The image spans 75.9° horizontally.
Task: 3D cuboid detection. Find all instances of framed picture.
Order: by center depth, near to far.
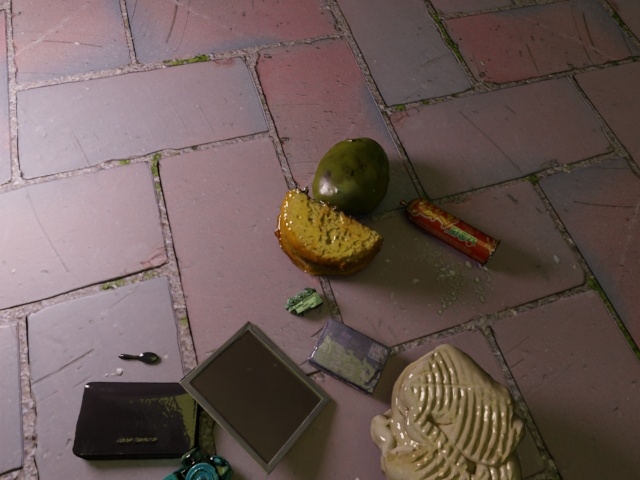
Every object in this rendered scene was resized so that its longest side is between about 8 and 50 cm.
[{"bbox_3d":[-0.132,0.315,0.855,0.252,0.014,0.197,41,54,13],"label":"framed picture"}]

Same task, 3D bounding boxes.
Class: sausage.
[{"bbox_3d":[0.318,-0.033,1.044,0.264,0.083,0.083,32,67,10],"label":"sausage"}]

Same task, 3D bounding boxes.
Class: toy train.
[{"bbox_3d":[-0.220,0.494,0.745,0.155,0.107,0.197,-33,73,-9],"label":"toy train"},{"bbox_3d":[-0.039,0.145,0.953,0.083,0.033,0.053,-31,76,-17],"label":"toy train"}]

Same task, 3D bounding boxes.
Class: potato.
[{"bbox_3d":[0.081,-0.157,1.041,0.186,0.148,0.253,44,60,-2],"label":"potato"}]

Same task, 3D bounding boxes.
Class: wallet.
[{"bbox_3d":[-0.357,0.360,0.824,0.251,0.044,0.148,3,69,-5],"label":"wallet"}]

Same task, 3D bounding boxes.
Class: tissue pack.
[{"bbox_3d":[0.063,0.253,0.905,0.157,0.051,0.112,27,64,7],"label":"tissue pack"}]

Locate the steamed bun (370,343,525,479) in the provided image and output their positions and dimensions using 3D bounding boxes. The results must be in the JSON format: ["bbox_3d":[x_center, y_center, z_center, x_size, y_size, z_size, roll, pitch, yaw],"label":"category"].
[{"bbox_3d":[0.239,0.376,0.791,0.276,0.203,0.289,-23,56,-5],"label":"steamed bun"}]

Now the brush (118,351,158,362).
[{"bbox_3d":[-0.394,0.252,0.886,0.084,0.008,0.023,3,67,-3],"label":"brush"}]

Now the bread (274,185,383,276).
[{"bbox_3d":[0.004,0.003,0.956,0.261,0.160,0.147,31,73,2],"label":"bread"}]
